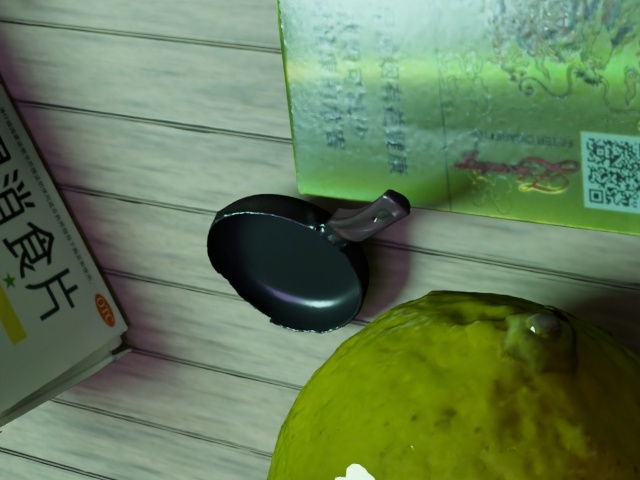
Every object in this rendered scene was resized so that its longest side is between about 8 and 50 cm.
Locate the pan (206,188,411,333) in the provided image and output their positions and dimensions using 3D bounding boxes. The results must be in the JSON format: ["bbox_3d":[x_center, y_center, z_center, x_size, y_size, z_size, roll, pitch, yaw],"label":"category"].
[{"bbox_3d":[0.002,-0.003,1.052,0.115,0.040,0.212,36,148,-13],"label":"pan"}]

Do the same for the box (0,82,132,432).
[{"bbox_3d":[-0.298,-0.015,1.193,0.145,0.173,0.333,-20,100,40],"label":"box"}]

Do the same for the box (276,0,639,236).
[{"bbox_3d":[0.117,-0.094,0.964,0.311,0.043,0.173,8,117,31],"label":"box"}]

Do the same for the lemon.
[{"bbox_3d":[0.088,0.157,0.969,0.253,0.253,0.310,25,129,21],"label":"lemon"}]
